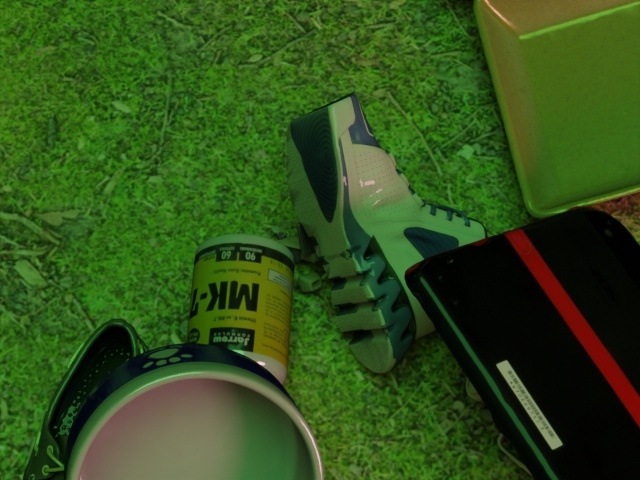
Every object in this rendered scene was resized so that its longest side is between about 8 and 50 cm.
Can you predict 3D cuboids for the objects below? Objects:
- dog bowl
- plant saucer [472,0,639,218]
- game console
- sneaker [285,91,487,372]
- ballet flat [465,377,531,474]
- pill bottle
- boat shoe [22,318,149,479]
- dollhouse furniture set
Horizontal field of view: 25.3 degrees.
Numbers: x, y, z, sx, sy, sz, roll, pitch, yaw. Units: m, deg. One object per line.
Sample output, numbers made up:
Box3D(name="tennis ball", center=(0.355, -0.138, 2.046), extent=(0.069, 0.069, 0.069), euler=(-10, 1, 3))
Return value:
Box3D(name="dog bowl", center=(-0.135, 0.245, 1.489), extent=(0.265, 0.104, 0.265), euler=(-3, 104, -12))
Box3D(name="plant saucer", center=(0.386, -0.199, 1.763), extent=(0.332, 0.081, 0.333), euler=(-16, 64, 10))
Box3D(name="game console", center=(0.302, 0.147, 1.543), extent=(0.342, 0.060, 0.386), euler=(-18, 67, -39))
Box3D(name="sneaker", center=(0.085, -0.023, 1.660), extent=(0.182, 0.127, 0.316), euler=(-21, 98, -30))
Box3D(name="ballet flat", center=(0.243, 0.182, 1.607), extent=(0.124, 0.116, 0.342), euler=(-33, 71, 6))
Box3D(name="pill bottle", center=(-0.094, 0.108, 1.627), extent=(0.119, 0.119, 0.208), euler=(2, 64, 2))
Box3D(name="boat shoe", center=(-0.269, 0.231, 1.584), extent=(0.109, 0.091, 0.305), euler=(15, 65, 8))
Box3D(name="dollhouse furniture set", center=(0.000, 0.000, 1.740), extent=(0.114, 0.091, 0.081), euler=(-22, 21, -34))
